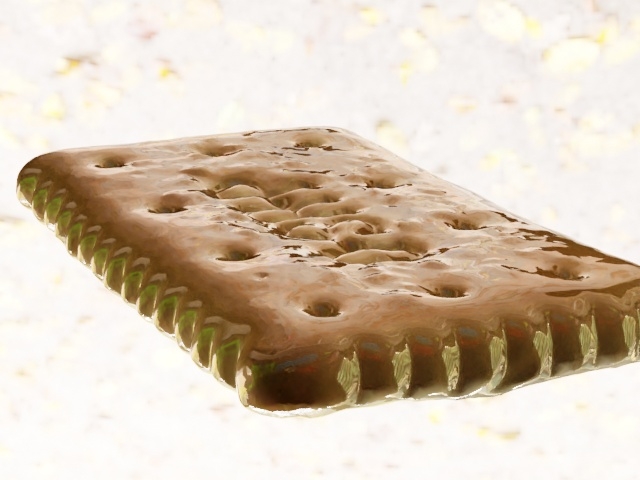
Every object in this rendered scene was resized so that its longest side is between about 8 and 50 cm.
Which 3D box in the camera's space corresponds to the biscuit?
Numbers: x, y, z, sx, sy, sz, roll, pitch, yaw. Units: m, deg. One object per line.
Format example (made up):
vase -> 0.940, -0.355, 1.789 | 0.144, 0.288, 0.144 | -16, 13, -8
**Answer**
biscuit -> 0.000, -0.001, 0.568 | 0.160, 0.250, 0.030 | -6, 109, -25
